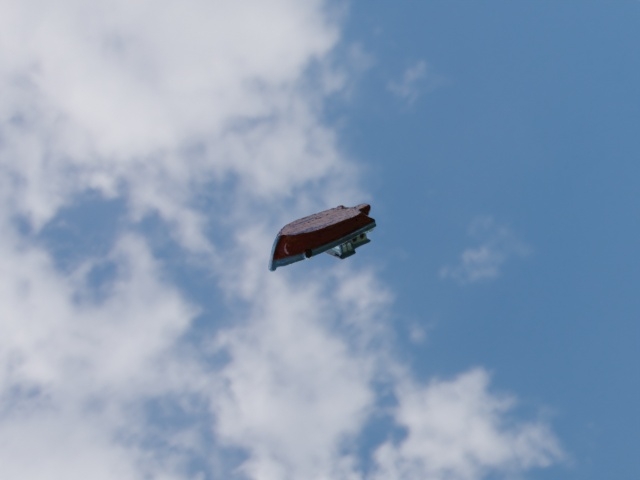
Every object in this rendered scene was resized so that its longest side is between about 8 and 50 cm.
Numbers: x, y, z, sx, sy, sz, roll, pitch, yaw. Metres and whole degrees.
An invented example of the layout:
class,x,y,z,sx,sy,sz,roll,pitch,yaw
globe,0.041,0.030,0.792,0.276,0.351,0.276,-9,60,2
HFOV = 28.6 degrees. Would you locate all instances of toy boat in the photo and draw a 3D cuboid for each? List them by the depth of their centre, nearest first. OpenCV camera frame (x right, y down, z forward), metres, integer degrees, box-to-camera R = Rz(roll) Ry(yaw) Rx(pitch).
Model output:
class,x,y,z,sx,sy,sz,roll,pitch,yaw
toy boat,0.000,0.000,1.708,0.173,0.069,0.058,-21,-63,-32
